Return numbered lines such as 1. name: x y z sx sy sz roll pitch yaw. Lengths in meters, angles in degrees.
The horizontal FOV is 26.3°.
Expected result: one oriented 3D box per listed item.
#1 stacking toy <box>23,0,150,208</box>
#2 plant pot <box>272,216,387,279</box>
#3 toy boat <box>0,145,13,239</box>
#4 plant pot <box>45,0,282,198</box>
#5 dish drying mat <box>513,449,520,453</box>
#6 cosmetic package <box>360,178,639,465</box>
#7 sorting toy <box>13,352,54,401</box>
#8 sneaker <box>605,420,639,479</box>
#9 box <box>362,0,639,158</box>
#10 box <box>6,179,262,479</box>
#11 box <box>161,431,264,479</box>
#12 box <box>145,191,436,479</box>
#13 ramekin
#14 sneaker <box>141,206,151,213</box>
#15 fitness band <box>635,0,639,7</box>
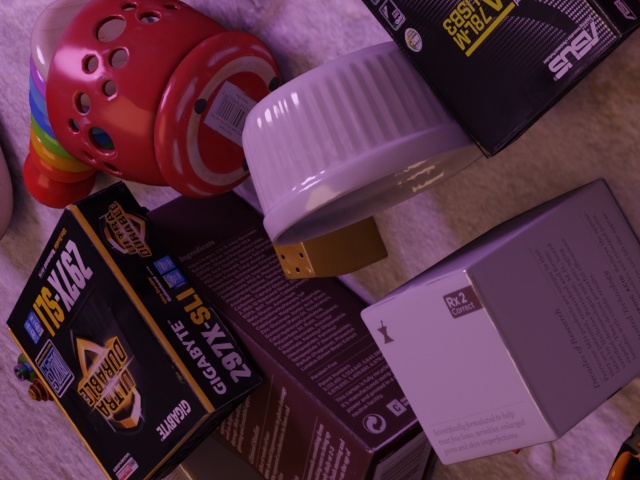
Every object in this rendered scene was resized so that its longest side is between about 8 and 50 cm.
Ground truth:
1. stacking toy: -0.287 -0.136 1.580 0.141 0.141 0.330 52 147 11
2. plant pot: 0.000 0.000 1.363 0.081 0.083 0.081 -6 110 52
3. toy boat: -0.560 -0.098 1.911 0.318 0.148 0.267 6 119 48
4. plant pot: -0.148 -0.138 1.356 0.174 0.191 0.191 26 133 33
5. dish drying mat: 0.168 0.174 1.348 0.083 0.008 0.032 41 140 25
6. cosmetic package: 0.166 0.068 1.126 0.151 0.183 0.151 -28 91 55
7. sorting toy: -0.440 0.209 2.074 0.102 0.042 0.061 31 135 34
8. sneaker: 0.299 0.160 1.119 0.084 0.083 0.215 44 140 23
9. box: 0.128 -0.182 1.035 0.184 0.045 0.190 55 146 6
10. box: -0.214 0.119 1.481 0.257 0.079 0.322 56 146 9
11. box: -0.092 0.350 1.686 0.311 0.121 0.148 53 143 9
12. box: -0.047 0.129 1.461 0.381 0.143 0.191 39 141 25
13. ramekin: 0.031 -0.086 1.171 0.207 0.207 0.109 -33 79 54
14. sneaker: -0.224 0.001 1.652 0.152 0.058 0.085 -9 113 48
15. fitness band: 0.160 -0.241 1.028 0.291 0.054 0.209 -10 106 54
